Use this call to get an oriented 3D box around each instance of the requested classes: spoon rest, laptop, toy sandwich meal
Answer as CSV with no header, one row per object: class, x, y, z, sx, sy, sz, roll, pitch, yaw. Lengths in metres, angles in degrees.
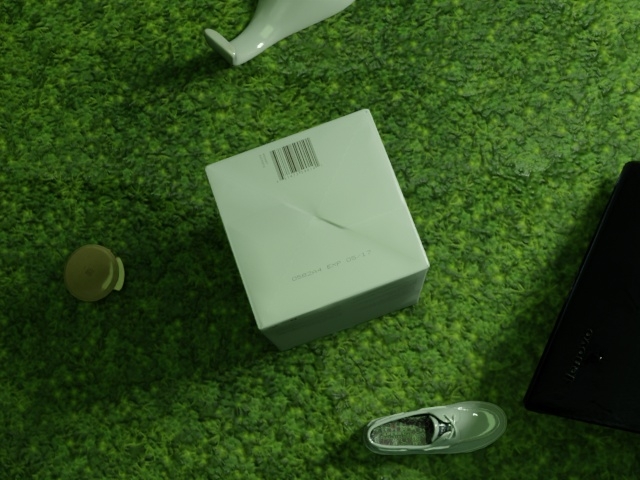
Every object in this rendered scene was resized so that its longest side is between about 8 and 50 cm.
spoon rest,-0.049,-0.338,1.357,0.137,0.084,0.276,43,71,9
laptop,0.523,0.120,1.131,0.408,0.236,0.382,33,66,-7
toy sandwich meal,-0.303,0.044,1.311,0.085,0.029,0.086,-1,80,7

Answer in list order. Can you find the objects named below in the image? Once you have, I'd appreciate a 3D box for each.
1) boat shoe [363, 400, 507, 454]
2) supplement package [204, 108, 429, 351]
boat shoe,0.145,0.236,1.229,0.184,0.063,0.066,-1,79,3
supplement package,0.000,0.000,1.182,0.199,0.263,0.198,-20,78,-1
